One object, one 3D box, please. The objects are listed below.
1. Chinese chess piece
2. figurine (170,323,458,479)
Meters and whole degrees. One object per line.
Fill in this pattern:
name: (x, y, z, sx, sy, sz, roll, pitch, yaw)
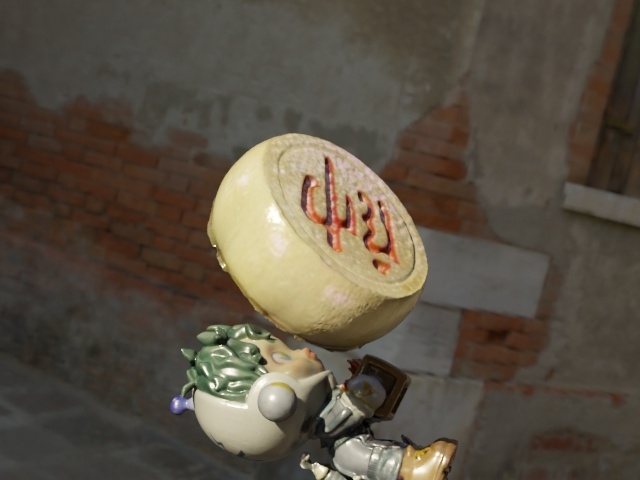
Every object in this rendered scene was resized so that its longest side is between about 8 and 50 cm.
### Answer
Chinese chess piece: (0.000, 0.000, 1.350, 0.270, 0.112, 0.270, 30, 33, -22)
figurine: (-0.007, 0.221, 1.503, 0.382, 0.186, 0.261, 19, -14, 13)
